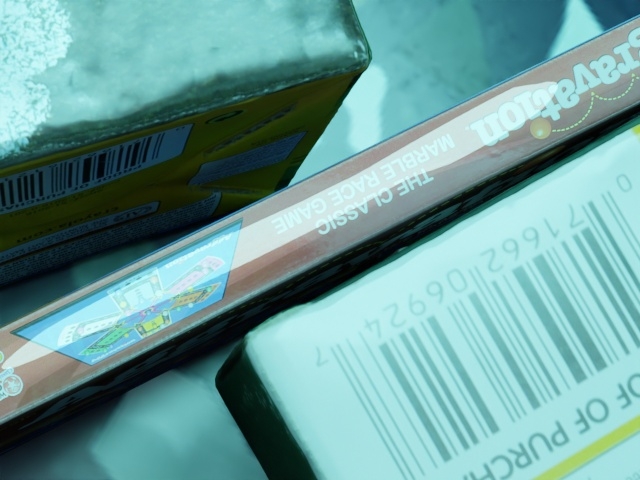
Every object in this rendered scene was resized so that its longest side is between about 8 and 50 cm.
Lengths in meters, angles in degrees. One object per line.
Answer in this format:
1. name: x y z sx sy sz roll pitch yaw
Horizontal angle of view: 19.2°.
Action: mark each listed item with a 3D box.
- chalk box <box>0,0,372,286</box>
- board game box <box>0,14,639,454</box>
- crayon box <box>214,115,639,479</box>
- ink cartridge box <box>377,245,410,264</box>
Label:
1. chalk box: -0.125 -0.139 0.590 0.180 0.179 0.289 -17 81 -13
2. board game box: 0.000 0.000 0.601 0.281 0.145 0.027 -26 84 -14
3. crayon box: 0.139 0.122 0.513 0.203 0.083 0.323 -29 85 -13
4. ink cartridge box: 0.159 0.090 0.626 0.278 0.117 0.201 -8 80 -11
